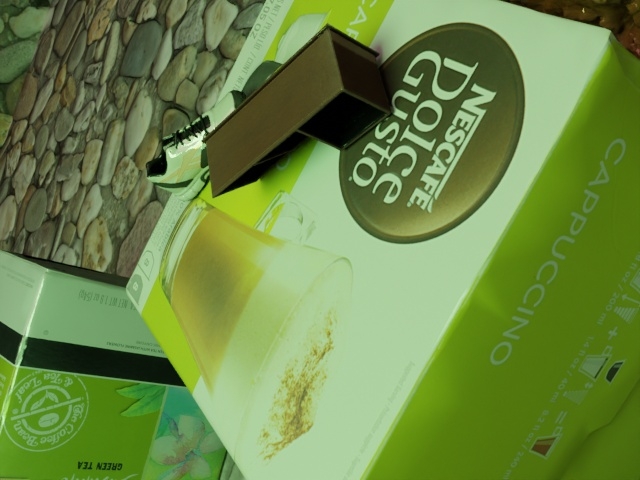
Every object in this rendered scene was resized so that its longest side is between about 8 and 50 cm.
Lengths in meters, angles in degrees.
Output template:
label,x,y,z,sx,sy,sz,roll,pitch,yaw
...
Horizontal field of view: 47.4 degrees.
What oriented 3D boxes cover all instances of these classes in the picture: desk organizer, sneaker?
label,x,y,z,sx,sy,sz,roll,pitch,yaw
desk organizer,-0.019,-0.073,0.473,0.130,0.047,0.050,-34,54,35
sneaker,-0.095,-0.074,0.564,0.109,0.044,0.040,-47,42,25

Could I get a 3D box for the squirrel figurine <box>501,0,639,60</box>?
label,x,y,z,sx,sy,sz,roll,pitch,yaw
squirrel figurine,0.179,-0.337,0.520,0.281,0.371,0.396,-98,29,-64

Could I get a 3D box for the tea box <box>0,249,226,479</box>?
label,x,y,z,sx,sy,sz,roll,pitch,yaw
tea box,-0.305,0.210,1.006,0.220,0.329,0.323,11,86,50

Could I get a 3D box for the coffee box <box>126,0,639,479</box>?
label,x,y,z,sx,sy,sz,roll,pitch,yaw
coffee box,0.106,0.012,0.598,0.334,0.338,0.337,41,108,48
